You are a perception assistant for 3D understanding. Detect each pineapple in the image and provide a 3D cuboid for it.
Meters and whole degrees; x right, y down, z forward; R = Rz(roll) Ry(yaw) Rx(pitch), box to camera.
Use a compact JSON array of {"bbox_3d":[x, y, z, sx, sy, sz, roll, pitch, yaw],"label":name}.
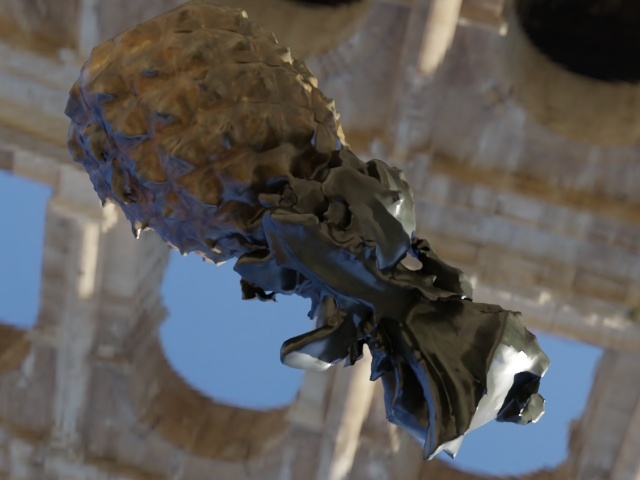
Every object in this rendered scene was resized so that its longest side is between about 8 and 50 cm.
[{"bbox_3d":[0.000,0.000,0.719,0.237,0.111,0.119,45,-141,17],"label":"pineapple"}]
